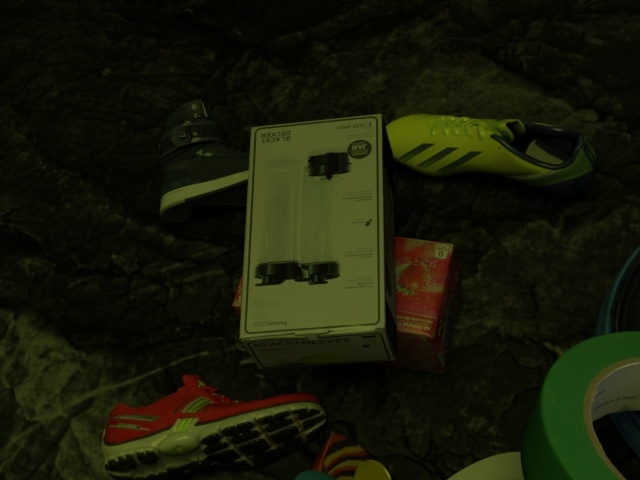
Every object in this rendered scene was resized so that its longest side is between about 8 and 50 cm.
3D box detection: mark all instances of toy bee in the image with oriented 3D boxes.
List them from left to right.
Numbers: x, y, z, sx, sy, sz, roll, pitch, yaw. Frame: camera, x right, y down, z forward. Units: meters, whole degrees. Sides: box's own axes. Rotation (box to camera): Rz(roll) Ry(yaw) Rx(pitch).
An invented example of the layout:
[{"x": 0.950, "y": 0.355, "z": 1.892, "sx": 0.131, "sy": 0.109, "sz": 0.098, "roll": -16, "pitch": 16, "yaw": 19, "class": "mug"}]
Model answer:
[{"x": 0.010, "y": 0.342, "z": 1.297, "sx": 0.162, "sy": 0.195, "sz": 0.298, "roll": 36, "pitch": 50, "yaw": 8, "class": "toy bee"}]

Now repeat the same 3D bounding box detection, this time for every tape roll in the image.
[{"x": 0.360, "y": 0.221, "z": 1.167, "sx": 0.321, "sy": 0.077, "sz": 0.321, "roll": 9, "pitch": 36, "yaw": -7, "class": "tape roll"}]

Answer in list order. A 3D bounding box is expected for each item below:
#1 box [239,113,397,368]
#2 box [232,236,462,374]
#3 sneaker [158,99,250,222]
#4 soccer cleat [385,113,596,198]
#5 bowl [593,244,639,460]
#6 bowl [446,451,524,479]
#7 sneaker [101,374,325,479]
[{"x": 0.000, "y": 0.000, "z": 1.404, "sx": 0.169, "sy": 0.087, "sz": 0.290, "roll": -6, "pitch": 59, "yaw": 10, "class": "box"}, {"x": 0.037, "y": 0.069, "z": 1.480, "sx": 0.257, "sy": 0.122, "sz": 0.128, "roll": 8, "pitch": 64, "yaw": 17, "class": "box"}, {"x": -0.117, "y": -0.126, "z": 1.646, "sx": 0.226, "sy": 0.086, "sz": 0.163, "roll": -10, "pitch": 62, "yaw": 9, "class": "sneaker"}, {"x": 0.214, "y": -0.130, "z": 1.551, "sx": 0.289, "sy": 0.121, "sz": 0.093, "roll": 13, "pitch": 65, "yaw": 19, "class": "soccer cleat"}, {"x": 0.511, "y": 0.121, "z": 1.369, "sx": 0.391, "sy": 0.077, "sz": 0.391, "roll": -6, "pitch": 60, "yaw": 10, "class": "bowl"}, {"x": 0.183, "y": 0.378, "z": 1.235, "sx": 0.298, "sy": 0.134, "sz": 0.298, "roll": -42, "pitch": 20, "yaw": 19, "class": "bowl"}, {"x": -0.134, "y": 0.212, "z": 1.457, "sx": 0.279, "sy": 0.107, "sz": 0.118, "roll": -11, "pitch": 50, "yaw": 4, "class": "sneaker"}]
